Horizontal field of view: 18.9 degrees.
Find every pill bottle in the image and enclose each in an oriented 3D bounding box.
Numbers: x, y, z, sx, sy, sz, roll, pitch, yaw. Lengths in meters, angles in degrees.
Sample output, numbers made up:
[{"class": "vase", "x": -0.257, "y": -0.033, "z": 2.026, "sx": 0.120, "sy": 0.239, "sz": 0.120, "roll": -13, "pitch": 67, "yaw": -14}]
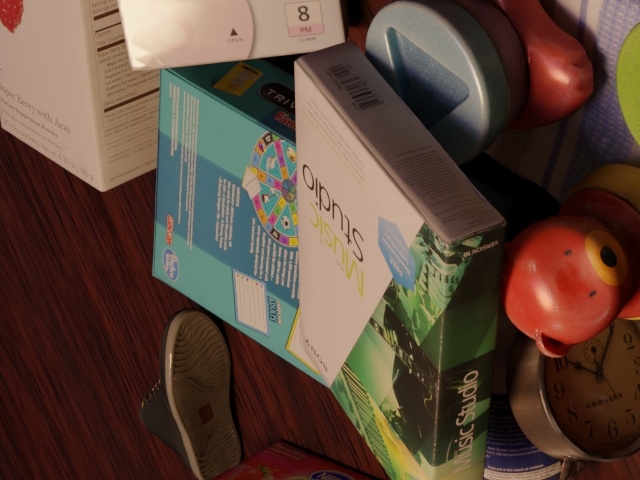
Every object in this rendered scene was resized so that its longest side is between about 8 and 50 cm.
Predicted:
[{"class": "pill bottle", "x": 0.163, "y": 0.128, "z": 1.607, "sx": 0.094, "sy": 0.094, "sz": 0.169, "roll": 19, "pitch": 128, "yaw": 47}]

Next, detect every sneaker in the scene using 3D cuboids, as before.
[{"class": "sneaker", "x": -0.159, "y": 0.157, "z": 2.084, "sx": 0.118, "sy": 0.083, "sz": 0.222, "roll": 28, "pitch": 135, "yaw": 42}]

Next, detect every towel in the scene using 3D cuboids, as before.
[{"class": "towel", "x": 0.195, "y": -0.109, "z": 1.448, "sx": 0.285, "sy": 0.034, "sz": 0.209, "roll": 38, "pitch": 140, "yaw": 33}]

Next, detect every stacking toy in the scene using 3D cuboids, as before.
[{"class": "stacking toy", "x": 0.161, "y": -0.090, "z": 1.357, "sx": 0.309, "sy": 0.130, "sz": 0.279, "roll": 54, "pitch": 146, "yaw": 14}]

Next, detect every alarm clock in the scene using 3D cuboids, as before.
[{"class": "alarm clock", "x": 0.202, "y": 0.089, "z": 1.500, "sx": 0.064, "sy": 0.129, "sz": 0.192, "roll": -7, "pitch": 94, "yaw": 58}]

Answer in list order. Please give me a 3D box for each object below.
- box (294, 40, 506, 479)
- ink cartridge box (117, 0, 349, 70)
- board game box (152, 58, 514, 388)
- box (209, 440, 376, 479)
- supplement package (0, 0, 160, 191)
[{"class": "box", "x": 0.055, "y": 0.039, "z": 1.486, "sx": 0.232, "sy": 0.058, "sz": 0.322, "roll": 53, "pitch": 156, "yaw": 40}, {"class": "ink cartridge box", "x": -0.084, "y": -0.264, "z": 1.597, "sx": 0.189, "sy": 0.066, "sz": 0.232, "roll": -6, "pitch": 120, "yaw": 7}, {"class": "board game box", "x": 0.000, "y": 0.000, "z": 1.713, "sx": 0.336, "sy": 0.079, "sz": 0.254, "roll": 31, "pitch": 137, "yaw": 26}, {"class": "box", "x": -0.001, "y": 0.308, "z": 1.933, "sx": 0.257, "sy": 0.128, "sz": 0.122, "roll": 16, "pitch": 126, "yaw": 49}, {"class": "supplement package", "x": -0.197, "y": -0.229, "z": 1.769, "sx": 0.177, "sy": 0.175, "sz": 0.293, "roll": 31, "pitch": 135, "yaw": 41}]
